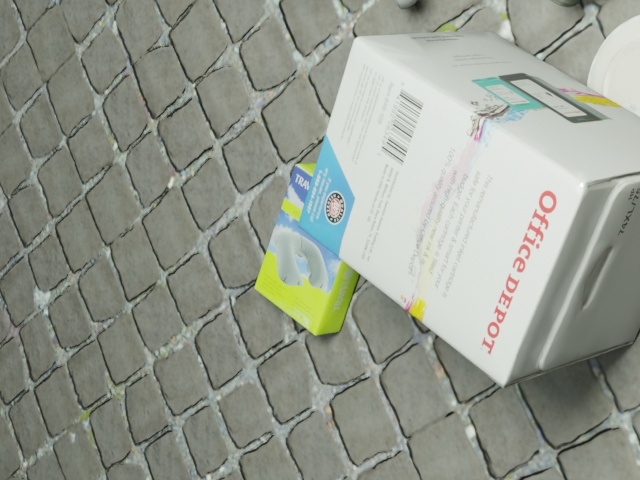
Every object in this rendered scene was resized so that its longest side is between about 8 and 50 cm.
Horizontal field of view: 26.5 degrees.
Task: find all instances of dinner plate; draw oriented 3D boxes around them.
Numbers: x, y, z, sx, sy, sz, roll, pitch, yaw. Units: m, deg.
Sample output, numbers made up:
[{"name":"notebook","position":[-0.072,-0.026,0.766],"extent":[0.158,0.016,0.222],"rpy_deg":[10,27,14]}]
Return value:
[{"name":"dinner plate","position":[0.293,-0.133,1.205],"extent":[0.141,0.017,0.141],"rpy_deg":[5,97,45]}]

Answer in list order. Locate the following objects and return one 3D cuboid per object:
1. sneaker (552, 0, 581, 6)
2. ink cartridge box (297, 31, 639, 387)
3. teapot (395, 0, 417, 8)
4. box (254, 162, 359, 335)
[{"name":"sneaker","position":[0.226,-0.337,1.209],"extent":[0.130,0.087,0.227],"rpy_deg":[-26,78,39]},{"name":"ink cartridge box","position":[0.157,-0.039,1.205],"extent":[0.270,0.197,0.198],"rpy_deg":[39,123,35]},{"name":"teapot","position":[0.008,-0.386,1.351],"extent":[0.252,0.187,0.256],"rpy_deg":[17,87,14]},{"name":"box","position":[0.000,0.000,1.473],"extent":[0.109,0.042,0.178],"rpy_deg":[35,117,36]}]
